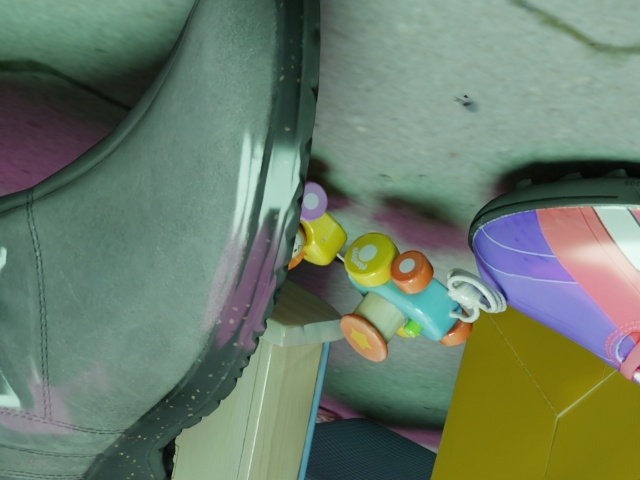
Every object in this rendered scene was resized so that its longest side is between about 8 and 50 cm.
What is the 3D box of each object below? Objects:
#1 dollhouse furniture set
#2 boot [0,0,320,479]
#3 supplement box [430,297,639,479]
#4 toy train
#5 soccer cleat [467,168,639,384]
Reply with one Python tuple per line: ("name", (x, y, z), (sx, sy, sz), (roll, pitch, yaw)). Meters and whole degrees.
("dollhouse furniture set", (-0.003, 0.091, 1.017), (0.303, 0.198, 0.286), (-4, -159, -44))
("boot", (-0.142, 0.008, 0.680), (0.223, 0.118, 0.338), (16, 126, -13))
("supplement box", (0.158, 0.158, 0.886), (0.129, 0.191, 0.194), (0, 153, 36))
("toy train", (0.000, 0.000, 0.764), (0.166, 0.046, 0.125), (38, 168, 3))
("soccer cleat", (0.210, 0.059, 0.717), (0.318, 0.116, 0.108), (16, 159, 4))
